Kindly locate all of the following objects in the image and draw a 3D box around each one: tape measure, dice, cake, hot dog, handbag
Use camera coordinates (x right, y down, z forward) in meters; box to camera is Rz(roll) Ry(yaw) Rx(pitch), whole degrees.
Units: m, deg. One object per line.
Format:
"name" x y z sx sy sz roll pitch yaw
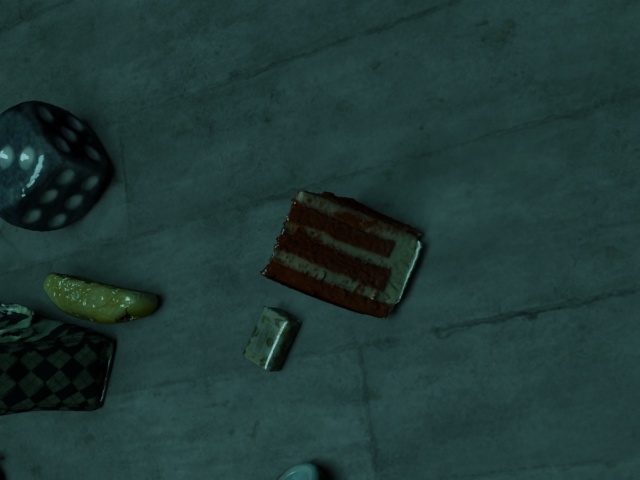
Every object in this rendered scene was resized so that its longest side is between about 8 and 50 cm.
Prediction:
"tape measure" -0.004 0.443 1.772 0.107 0.104 0.180 -35 100 0
"dice" -0.516 -0.135 2.076 0.182 0.181 0.183 -44 62 20
"cake" 0.000 0.000 1.709 0.159 0.262 0.158 27 94 51
"hot dog" -0.400 0.109 2.033 0.242 0.084 0.073 10 93 32
"handbag" -0.632 0.207 2.027 0.416 0.316 0.180 12 96 33

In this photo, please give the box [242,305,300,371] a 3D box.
"box" -0.080 0.161 1.848 0.062 0.045 0.098 26 97 31
